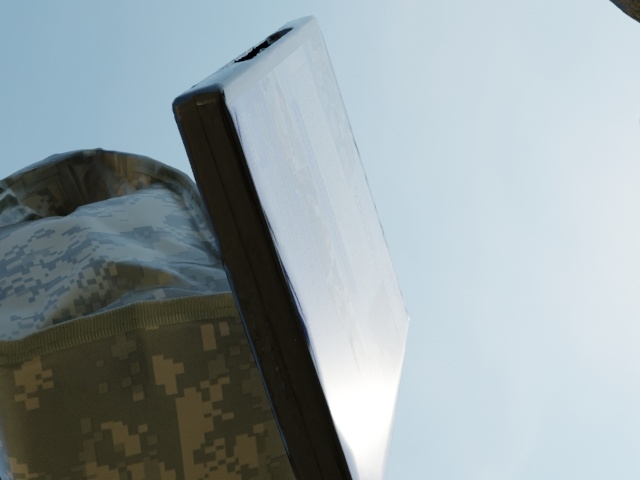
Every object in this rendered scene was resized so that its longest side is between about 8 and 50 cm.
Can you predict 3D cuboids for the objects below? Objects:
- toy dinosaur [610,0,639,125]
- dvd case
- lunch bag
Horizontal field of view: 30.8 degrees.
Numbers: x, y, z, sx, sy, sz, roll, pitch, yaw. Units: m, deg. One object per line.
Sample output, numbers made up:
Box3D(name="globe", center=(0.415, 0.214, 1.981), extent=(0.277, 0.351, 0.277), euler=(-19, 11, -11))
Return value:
Box3D(name="toy dinosaur", center=(0.304, -0.065, 0.745), extent=(0.160, 0.313, 0.121), euler=(-38, -25, -15))
Box3D(name="dvd case", center=(0.000, 0.000, 0.516), extent=(0.022, 0.253, 0.180), euler=(-15, -76, 12))
Box3D(name="lunch bag", center=(-0.119, 0.092, 0.667), extent=(0.169, 0.287, 0.235), euler=(-11, -69, -17))
